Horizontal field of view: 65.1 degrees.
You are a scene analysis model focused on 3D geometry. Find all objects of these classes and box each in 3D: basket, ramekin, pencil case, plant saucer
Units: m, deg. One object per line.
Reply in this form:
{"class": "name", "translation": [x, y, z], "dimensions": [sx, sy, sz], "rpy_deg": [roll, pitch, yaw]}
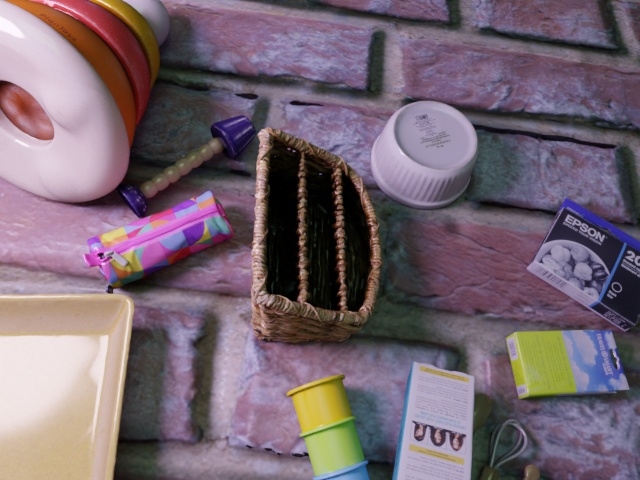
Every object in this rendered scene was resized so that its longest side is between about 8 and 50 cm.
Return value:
{"class": "basket", "translation": [0.000, 0.000, 0.811], "dimensions": [0.214, 0.223, 0.298], "rpy_deg": [3, 63, -5]}
{"class": "ramekin", "translation": [0.208, -0.174, 0.981], "dimensions": [0.208, 0.109, 0.207], "rpy_deg": [2, 64, -5]}
{"class": "pencil case", "translation": [-0.269, -0.001, 0.849], "dimensions": [0.237, 0.104, 0.104], "rpy_deg": [-27, 70, -19]}
{"class": "plant saucer", "translation": [-0.448, 0.246, 0.719], "dimensions": [0.333, 0.081, 0.332], "rpy_deg": [1, 64, -7]}

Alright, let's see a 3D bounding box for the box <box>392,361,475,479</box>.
{"class": "box", "translation": [0.164, 0.305, 0.731], "dimensions": [0.101, 0.060, 0.244], "rpy_deg": [12, 48, 8]}

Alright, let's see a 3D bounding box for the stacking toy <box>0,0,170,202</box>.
{"class": "stacking toy", "translation": [-0.410, -0.331, 0.926], "dimensions": [0.351, 0.350, 0.479], "rpy_deg": [20, 46, 3]}

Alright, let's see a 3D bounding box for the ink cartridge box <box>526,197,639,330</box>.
{"class": "ink cartridge box", "translation": [0.530, 0.030, 0.956], "dimensions": [0.206, 0.045, 0.208], "rpy_deg": [34, 64, 10]}

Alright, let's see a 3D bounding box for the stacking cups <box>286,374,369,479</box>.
{"class": "stacking cups", "translation": [0.044, 0.357, 0.716], "dimensions": [0.096, 0.096, 0.315], "rpy_deg": [-15, 68, -13]}

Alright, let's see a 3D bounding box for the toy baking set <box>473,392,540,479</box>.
{"class": "toy baking set", "translation": [0.266, 0.380, 0.768], "dimensions": [0.197, 0.030, 0.256], "rpy_deg": [-22, 68, -19]}

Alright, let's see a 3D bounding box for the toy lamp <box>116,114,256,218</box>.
{"class": "toy lamp", "translation": [-0.241, -0.146, 0.936], "dimensions": [0.275, 0.080, 0.080], "rpy_deg": [-38, 74, -18]}

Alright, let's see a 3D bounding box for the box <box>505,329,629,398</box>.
{"class": "box", "translation": [0.419, 0.210, 0.857], "dimensions": [0.179, 0.042, 0.108], "rpy_deg": [0, 65, -7]}
